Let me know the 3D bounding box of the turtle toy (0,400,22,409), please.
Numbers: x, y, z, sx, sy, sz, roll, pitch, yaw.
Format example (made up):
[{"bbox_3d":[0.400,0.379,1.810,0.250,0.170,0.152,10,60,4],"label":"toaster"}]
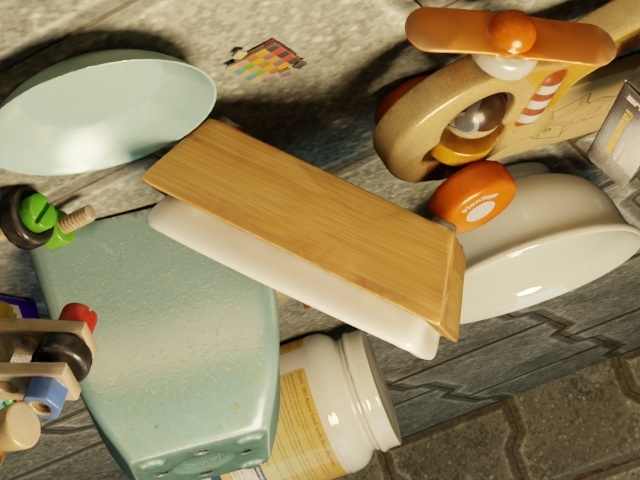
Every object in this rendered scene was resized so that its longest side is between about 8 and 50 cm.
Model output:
[{"bbox_3d":[-0.403,0.204,1.772,0.130,0.066,0.095,-14,162,-12],"label":"turtle toy"}]

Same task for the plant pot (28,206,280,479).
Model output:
[{"bbox_3d":[-0.153,0.126,1.432,0.247,0.252,0.248,-14,158,-8],"label":"plant pot"}]

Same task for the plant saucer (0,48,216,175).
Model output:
[{"bbox_3d":[-0.182,-0.111,1.075,0.195,0.037,0.195,-17,163,-5],"label":"plant saucer"}]

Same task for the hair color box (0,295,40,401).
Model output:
[{"bbox_3d":[-0.495,0.164,1.494,0.338,0.110,0.185,-25,164,16],"label":"hair color box"}]

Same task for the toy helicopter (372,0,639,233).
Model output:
[{"bbox_3d":[0.205,-0.168,1.199,0.355,0.140,0.235,-30,156,0],"label":"toy helicopter"}]

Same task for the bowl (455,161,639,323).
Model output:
[{"bbox_3d":[0.240,-0.009,1.651,0.297,0.134,0.298,-16,162,-5],"label":"bowl"}]

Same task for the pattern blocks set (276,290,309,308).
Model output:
[{"bbox_3d":[-0.113,0.084,1.762,0.285,0.026,0.325,-3,157,-41],"label":"pattern blocks set"}]

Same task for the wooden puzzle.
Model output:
[{"bbox_3d":[-0.049,-0.153,1.133,0.049,0.006,0.083,-24,162,20],"label":"wooden puzzle"}]

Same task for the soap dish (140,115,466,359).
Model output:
[{"bbox_3d":[0.000,0.000,1.217,0.118,0.290,0.229,-63,168,-2],"label":"soap dish"}]

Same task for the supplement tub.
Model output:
[{"bbox_3d":[-0.050,0.281,2.091,0.316,0.228,0.228,-19,163,6],"label":"supplement tub"}]

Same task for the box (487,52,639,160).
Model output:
[{"bbox_3d":[0.273,-0.145,1.456,0.201,0.021,0.164,-17,163,-4],"label":"box"}]

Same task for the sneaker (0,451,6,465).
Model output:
[{"bbox_3d":[-0.514,0.278,1.692,0.112,0.131,0.296,-64,172,6],"label":"sneaker"}]

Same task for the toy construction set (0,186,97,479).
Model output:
[{"bbox_3d":[-0.357,0.112,1.190,0.237,0.309,0.257,-21,155,27],"label":"toy construction set"}]

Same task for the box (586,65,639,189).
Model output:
[{"bbox_3d":[0.370,-0.169,1.274,0.231,0.056,0.183,-41,167,-11],"label":"box"}]
